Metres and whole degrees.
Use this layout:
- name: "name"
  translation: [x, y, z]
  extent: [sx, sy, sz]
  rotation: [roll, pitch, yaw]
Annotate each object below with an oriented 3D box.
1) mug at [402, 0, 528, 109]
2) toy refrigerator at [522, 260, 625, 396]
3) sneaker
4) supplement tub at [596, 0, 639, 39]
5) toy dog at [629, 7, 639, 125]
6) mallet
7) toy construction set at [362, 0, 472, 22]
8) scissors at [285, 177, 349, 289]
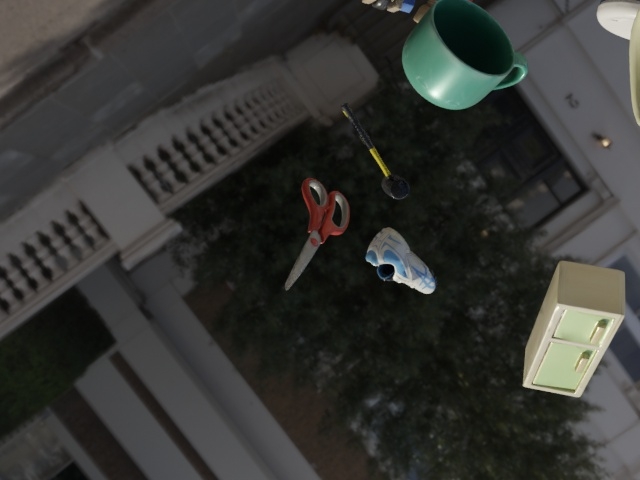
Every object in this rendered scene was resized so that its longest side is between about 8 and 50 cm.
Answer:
- name: "mug"
  translation: [0.183, -0.228, 1.039]
  extent: [0.097, 0.157, 0.129]
  rotation: [-45, -171, 49]
- name: "toy refrigerator"
  translation: [0.411, 0.156, 1.307]
  extent: [0.269, 0.102, 0.094]
  rotation: [90, 13, -52]
- name: "sneaker"
  translation: [0.158, 0.053, 1.556]
  extent: [0.086, 0.085, 0.237]
  rotation: [-47, 141, 2]
- name: "supplement tub"
  translation: [0.526, -0.417, 1.220]
  extent: [0.144, 0.144, 0.200]
  rotation: [-100, -151, -85]
- name: "toy dog"
  translation: [0.630, -0.137, 0.945]
  extent: [0.407, 0.395, 0.284]
  rotation: [-6, -170, -9]
- name: "mallet"
  translation: [0.089, -0.154, 1.360]
  extent: [0.039, 0.190, 0.062]
  rotation: [-34, -170, -1]
- name: "toy construction set"
  translation: [0.161, -0.546, 1.461]
  extent: [0.237, 0.308, 0.257]
  rotation: [-65, 175, 23]
- name: "scissors"
  translation: [0.000, 0.000, 1.339]
  extent: [0.021, 0.109, 0.297]
  rotation: [-36, -151, 32]
